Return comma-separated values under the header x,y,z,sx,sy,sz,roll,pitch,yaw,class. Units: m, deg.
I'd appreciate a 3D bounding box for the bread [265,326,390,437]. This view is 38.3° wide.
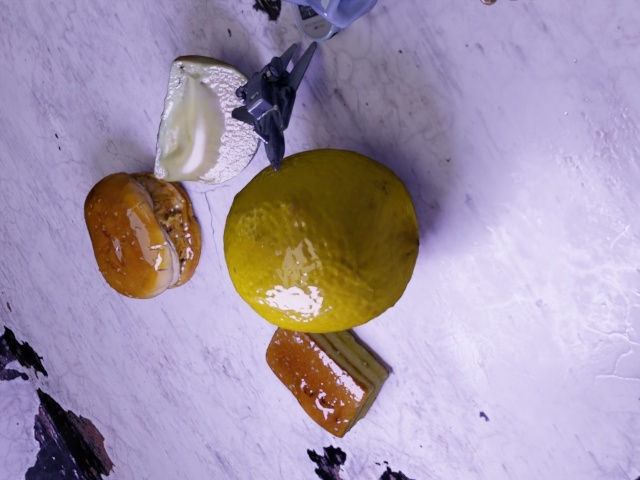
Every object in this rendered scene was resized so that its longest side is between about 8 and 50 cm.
x,y,z,sx,sy,sz,roll,pitch,yaw,class
0.006,0.255,1.830,0.234,0.111,0.184,45,138,19,bread

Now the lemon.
x,y,z,sx,sy,sz,roll,pitch,yaw,class
0.001,0.000,1.535,0.336,0.336,0.336,25,129,35,lemon

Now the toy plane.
x,y,z,sx,sy,sz,roll,pitch,yaw,class
-0.089,-0.214,1.529,0.212,0.267,0.088,-35,122,28,toy plane

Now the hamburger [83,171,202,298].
x,y,z,sx,sy,sz,roll,pitch,yaw,class
-0.411,-0.013,2.061,0.314,0.170,0.289,-19,92,51,hamburger

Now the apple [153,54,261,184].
x,y,z,sx,sy,sz,roll,pitch,yaw,class
-0.200,-0.226,1.744,0.193,0.120,0.264,15,122,0,apple

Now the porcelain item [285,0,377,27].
x,y,z,sx,sy,sz,roll,pitch,yaw,class
-0.078,-0.494,1.352,0.405,0.178,0.242,39,124,15,porcelain item

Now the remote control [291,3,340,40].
x,y,z,sx,sy,sz,roll,pitch,yaw,class
-0.024,-0.443,1.483,0.087,0.047,0.244,-8,106,40,remote control

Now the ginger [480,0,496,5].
x,y,z,sx,sy,sz,roll,pitch,yaw,class
0.229,-0.409,1.233,0.193,0.053,0.176,44,133,16,ginger
